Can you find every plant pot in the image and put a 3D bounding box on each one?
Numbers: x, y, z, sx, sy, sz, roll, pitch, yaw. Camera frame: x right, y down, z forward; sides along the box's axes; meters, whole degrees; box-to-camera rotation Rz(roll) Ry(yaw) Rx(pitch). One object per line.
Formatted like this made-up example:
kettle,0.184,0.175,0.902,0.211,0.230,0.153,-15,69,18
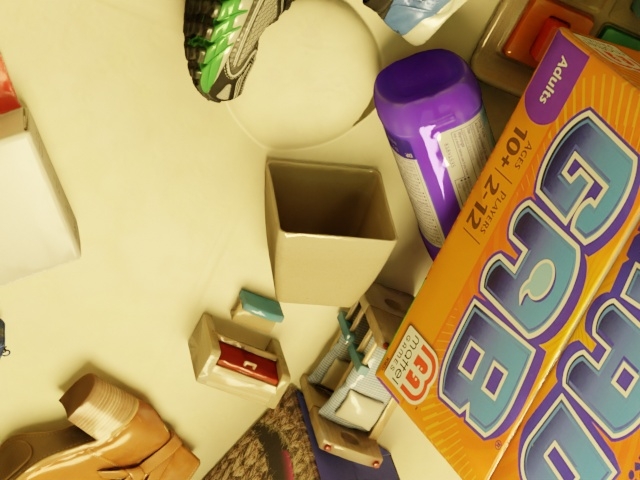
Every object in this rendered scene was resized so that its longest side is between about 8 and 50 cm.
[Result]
plant pot,0.000,0.000,1.677,0.109,0.109,0.096,5,128,-13

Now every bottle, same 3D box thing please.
bottle,0.131,-0.031,1.672,0.092,0.118,0.282,-21,117,0

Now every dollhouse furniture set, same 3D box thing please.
dollhouse furniture set,-0.007,0.104,1.707,0.184,0.129,0.129,21,110,-20

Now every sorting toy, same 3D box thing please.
sorting toy,0.254,-0.199,1.653,0.348,0.047,0.196,20,111,-19

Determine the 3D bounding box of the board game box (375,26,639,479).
board game box,0.338,0.087,1.543,0.356,0.356,0.356,10,116,-38

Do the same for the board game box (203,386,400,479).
board game box,-0.054,0.329,1.752,0.141,0.232,0.291,36,104,-23

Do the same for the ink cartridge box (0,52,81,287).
ink cartridge box,-0.391,-0.054,1.591,0.296,0.066,0.261,-20,119,-1

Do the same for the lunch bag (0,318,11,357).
lunch bag,-0.331,0.093,1.673,0.098,0.067,0.065,17,112,-18

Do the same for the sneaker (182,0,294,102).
sneaker,-0.003,-0.256,1.527,0.146,0.134,0.343,26,108,-22

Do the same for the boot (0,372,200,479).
boot,-0.225,0.233,1.764,0.197,0.073,0.152,-41,120,13

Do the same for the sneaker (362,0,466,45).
sneaker,0.097,-0.244,1.581,0.085,0.058,0.152,34,124,-18
